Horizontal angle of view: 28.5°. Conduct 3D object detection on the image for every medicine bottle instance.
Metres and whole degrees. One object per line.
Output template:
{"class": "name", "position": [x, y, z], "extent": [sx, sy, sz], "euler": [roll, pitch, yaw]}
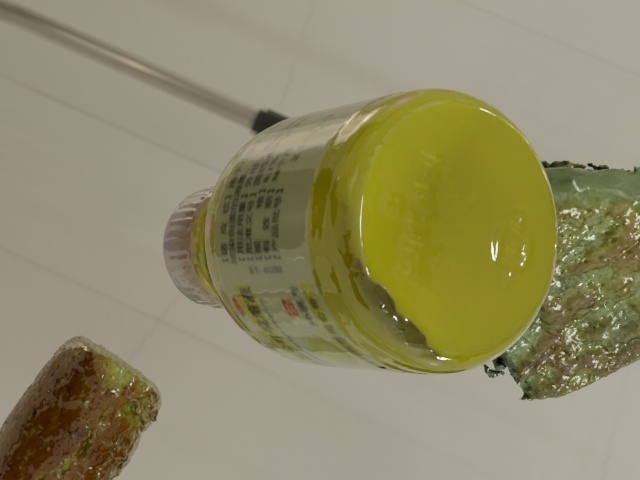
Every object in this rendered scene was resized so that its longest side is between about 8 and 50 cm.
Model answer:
{"class": "medicine bottle", "position": [0.000, 0.000, 0.604], "extent": [0.212, 0.122, 0.121], "euler": [-5, -126, 56]}

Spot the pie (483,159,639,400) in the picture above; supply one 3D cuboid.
{"class": "pie", "position": [0.286, 0.043, 1.346], "extent": [0.371, 0.297, 0.078], "euler": [66, 15, -46]}

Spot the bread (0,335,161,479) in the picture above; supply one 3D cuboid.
{"class": "bread", "position": [-0.215, 0.171, 1.054], "extent": [0.172, 0.103, 0.132], "euler": [-55, -165, -8]}
